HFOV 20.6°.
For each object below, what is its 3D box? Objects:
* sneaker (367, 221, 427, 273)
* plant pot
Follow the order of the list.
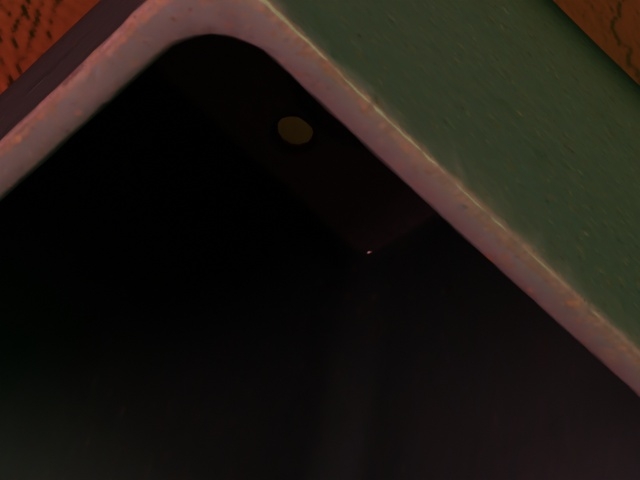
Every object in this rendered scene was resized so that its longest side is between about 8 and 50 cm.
[{"bbox_3d":[0.091,0.039,0.772,0.091,0.094,0.258,-9,79,-62],"label":"sneaker"},{"bbox_3d":[0.000,0.000,0.601,0.248,0.247,0.252,41,34,-18],"label":"plant pot"}]
